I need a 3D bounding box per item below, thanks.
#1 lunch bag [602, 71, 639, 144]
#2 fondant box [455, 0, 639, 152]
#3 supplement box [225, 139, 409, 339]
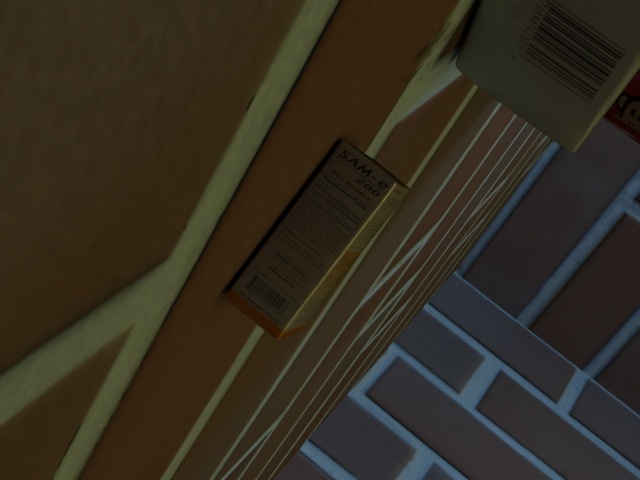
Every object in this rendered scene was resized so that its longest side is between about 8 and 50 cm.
[{"bbox_3d":[0.354,-0.170,0.886,0.258,0.293,0.120,-55,167,22],"label":"lunch bag"},{"bbox_3d":[0.225,-0.232,0.598,0.330,0.096,0.238,-50,172,-18],"label":"fondant box"},{"bbox_3d":[0.000,0.000,0.566,0.098,0.036,0.062,-52,171,5],"label":"supplement box"}]
